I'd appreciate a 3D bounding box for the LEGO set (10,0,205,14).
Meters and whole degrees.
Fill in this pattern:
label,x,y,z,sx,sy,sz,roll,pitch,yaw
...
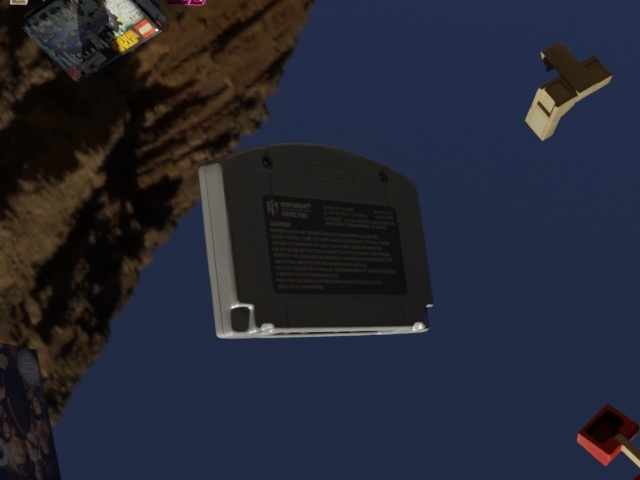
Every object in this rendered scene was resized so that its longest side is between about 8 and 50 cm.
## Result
label,x,y,z,sx,sy,sz,roll,pitch,yaw
LEGO set,-0.263,-0.308,1.421,0.227,0.087,0.093,-4,-112,-23

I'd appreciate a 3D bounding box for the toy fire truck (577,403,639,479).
label,x,y,z,sx,sy,sz,roll,pitch,yaw
toy fire truck,0.344,0.262,1.194,0.047,0.135,0.192,-40,-121,-17

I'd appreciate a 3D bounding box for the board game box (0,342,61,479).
label,x,y,z,sx,sy,sz,roll,pitch,yaw
board game box,-0.374,0.185,1.266,0.042,0.243,0.165,-20,-108,17

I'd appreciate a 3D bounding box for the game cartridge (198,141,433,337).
label,x,y,z,sx,sy,sz,roll,pitch,yaw
game cartridge,0.000,0.000,1.215,0.060,0.294,0.196,-11,-100,43

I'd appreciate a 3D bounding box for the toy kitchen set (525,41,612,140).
label,x,y,z,sx,sy,sz,roll,pitch,yaw
toy kitchen set,0.275,-0.177,1.375,0.083,0.075,0.068,-30,-110,-17

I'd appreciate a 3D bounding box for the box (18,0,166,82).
label,x,y,z,sx,sy,sz,roll,pitch,yaw
box,-0.251,-0.240,1.309,0.137,0.094,0.027,-25,-145,31
